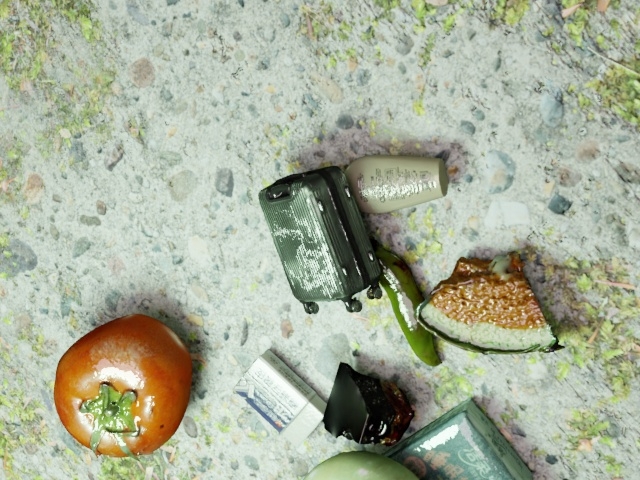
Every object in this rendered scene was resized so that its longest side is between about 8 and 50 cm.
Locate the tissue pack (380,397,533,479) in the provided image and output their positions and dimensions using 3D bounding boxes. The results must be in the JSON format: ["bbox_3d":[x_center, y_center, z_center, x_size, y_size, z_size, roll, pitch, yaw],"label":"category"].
[{"bbox_3d":[0.276,0.526,1.803,0.316,0.103,0.228,-39,88,26],"label":"tissue pack"}]

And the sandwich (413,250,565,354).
[{"bbox_3d":[0.337,0.134,1.675,0.292,0.109,0.212,-7,90,9],"label":"sandwich"}]

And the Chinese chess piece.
[{"bbox_3d":[0.102,0.629,1.773,0.349,0.146,0.349,11,113,27],"label":"Chinese chess piece"}]

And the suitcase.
[{"bbox_3d":[0.000,0.000,1.740,0.202,0.128,0.312,-8,107,50],"label":"suitcase"}]

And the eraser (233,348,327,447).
[{"bbox_3d":[-0.091,0.376,1.935,0.210,0.068,0.124,41,111,8],"label":"eraser"}]

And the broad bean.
[{"bbox_3d":[0.184,0.125,1.767,0.077,0.061,0.339,-27,92,11],"label":"broad bean"}]

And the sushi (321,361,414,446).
[{"bbox_3d":[0.122,0.379,1.801,0.150,0.172,0.153,17,91,-27],"label":"sushi"}]

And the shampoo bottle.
[{"bbox_3d":[0.137,-0.120,1.718,0.257,0.078,0.127,-4,107,25],"label":"shampoo bottle"}]

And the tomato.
[{"bbox_3d":[-0.462,0.346,1.974,0.341,0.273,0.341,3,110,8],"label":"tomato"}]
